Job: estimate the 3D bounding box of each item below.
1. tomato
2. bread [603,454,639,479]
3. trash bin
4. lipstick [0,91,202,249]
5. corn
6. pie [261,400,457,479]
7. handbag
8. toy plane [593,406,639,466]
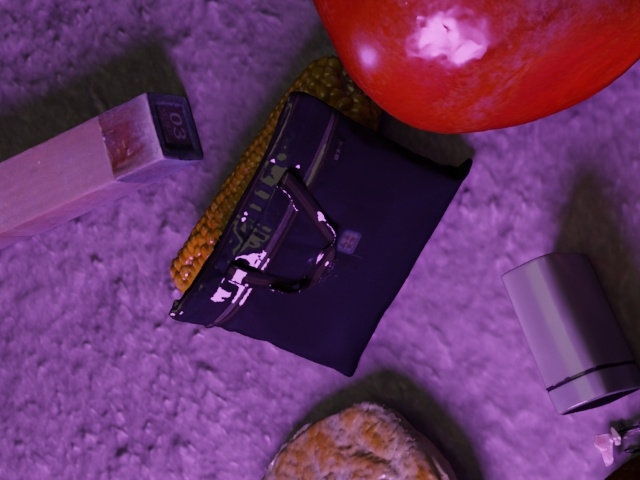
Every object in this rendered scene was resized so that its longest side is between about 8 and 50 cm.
[{"bbox_3d":[0.145,-0.248,1.192,0.290,0.325,0.293,-35,81,54],"label":"tomato"},{"bbox_3d":[0.264,0.247,1.194,0.132,0.172,0.103,-42,81,25],"label":"bread"},{"bbox_3d":[0.221,0.080,1.258,0.059,0.116,0.130,-28,74,27],"label":"trash bin"},{"bbox_3d":[-0.301,-0.061,1.601,0.372,0.076,0.079,-20,81,30],"label":"lipstick"},{"bbox_3d":[-0.037,-0.056,1.427,0.101,0.101,0.310,45,113,23],"label":"corn"},{"bbox_3d":[0.028,0.298,1.387,0.274,0.105,0.257,-53,56,20],"label":"pie"},{"bbox_3d":[0.000,0.000,1.354,0.254,0.211,0.088,-61,30,18],"label":"handbag"},{"bbox_3d":[0.293,0.160,1.265,0.121,0.031,0.049,-22,88,27],"label":"toy plane"}]
